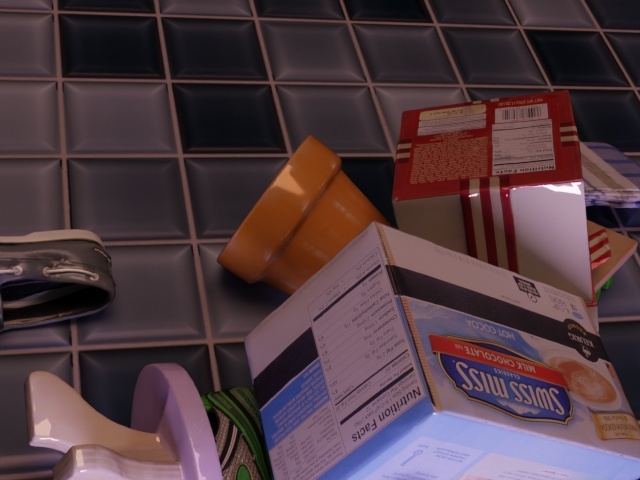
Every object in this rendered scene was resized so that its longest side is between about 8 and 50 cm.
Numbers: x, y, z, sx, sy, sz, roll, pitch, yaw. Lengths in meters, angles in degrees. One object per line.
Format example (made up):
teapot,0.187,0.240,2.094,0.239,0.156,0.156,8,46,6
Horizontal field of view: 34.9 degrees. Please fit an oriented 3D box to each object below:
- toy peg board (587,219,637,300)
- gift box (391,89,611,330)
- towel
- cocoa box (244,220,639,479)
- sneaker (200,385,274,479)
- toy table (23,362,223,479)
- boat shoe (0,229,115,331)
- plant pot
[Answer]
toy peg board,0.338,0.039,1.453,0.161,0.079,0.161,27,45,31
gift box,0.235,-0.027,1.296,0.255,0.258,0.276,-3,34,17
towel,0.372,-0.103,1.570,0.285,0.034,0.209,-2,29,-18
cocoa box,0.135,0.173,1.080,0.347,0.231,0.228,20,40,-36
sneaker,-0.077,0.302,1.079,0.146,0.134,0.343,-2,40,-7
toy table,-0.203,0.255,1.010,0.161,0.252,0.274,2,49,-31
boat shoe,-0.397,0.063,1.203,0.319,0.116,0.099,-10,48,-29
plant pot,0.000,0.000,1.321,0.188,0.205,0.205,37,48,-3
